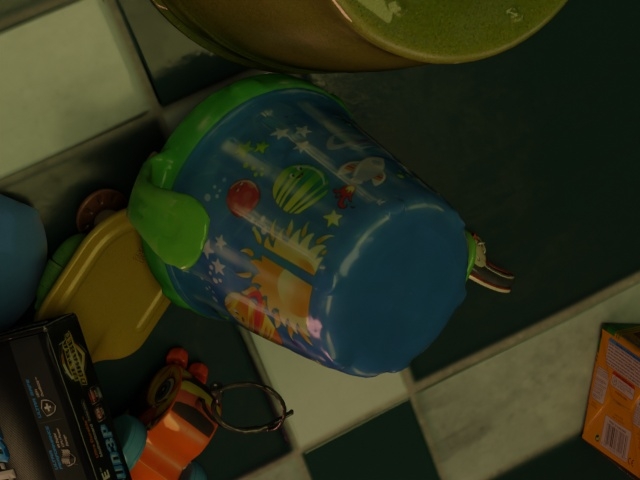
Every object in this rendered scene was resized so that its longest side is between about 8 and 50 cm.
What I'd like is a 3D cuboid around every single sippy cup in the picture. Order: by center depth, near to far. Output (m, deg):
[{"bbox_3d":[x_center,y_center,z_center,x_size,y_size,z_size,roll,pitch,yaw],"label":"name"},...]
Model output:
[{"bbox_3d":[0.000,0.000,1.423,0.305,0.224,0.240,-31,130,-25],"label":"sippy cup"}]

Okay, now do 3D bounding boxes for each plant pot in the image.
[{"bbox_3d":[0.043,-0.286,1.323,0.367,0.353,0.366,-5,106,-18],"label":"plant pot"}]

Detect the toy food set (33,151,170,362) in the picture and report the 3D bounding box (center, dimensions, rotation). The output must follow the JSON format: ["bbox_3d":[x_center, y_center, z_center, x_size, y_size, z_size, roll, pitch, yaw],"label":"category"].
[{"bbox_3d":[-0.189,0.017,1.490,0.128,0.071,0.218,30,96,-48],"label":"toy food set"}]

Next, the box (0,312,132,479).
[{"bbox_3d":[-0.259,0.186,1.436,0.175,0.051,0.220,-14,97,28],"label":"box"}]

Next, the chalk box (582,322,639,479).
[{"bbox_3d":[0.401,0.167,1.702,0.213,0.132,0.132,1,105,-21],"label":"chalk box"}]

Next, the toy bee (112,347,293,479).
[{"bbox_3d":[-0.144,0.187,1.522,0.298,0.162,0.195,-19,122,13],"label":"toy bee"}]

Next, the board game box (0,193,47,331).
[{"bbox_3d":[-0.325,0.010,1.453,0.169,0.033,0.133,23,95,-31],"label":"board game box"}]

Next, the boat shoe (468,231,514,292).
[{"bbox_3d":[0.136,0.009,1.610,0.137,0.049,0.043,27,93,-19],"label":"boat shoe"}]
